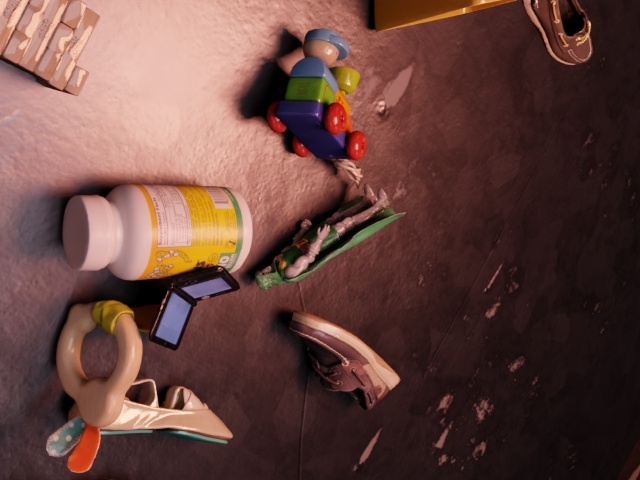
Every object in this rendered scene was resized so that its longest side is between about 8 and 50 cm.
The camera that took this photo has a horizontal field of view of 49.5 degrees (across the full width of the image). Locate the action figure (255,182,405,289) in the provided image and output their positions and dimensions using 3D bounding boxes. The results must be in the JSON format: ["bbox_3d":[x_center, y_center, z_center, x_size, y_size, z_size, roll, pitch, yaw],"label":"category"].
[{"bbox_3d":[0.000,0.000,1.041,0.232,0.137,0.063,-37,112,-13],"label":"action figure"}]

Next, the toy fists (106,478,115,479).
[{"bbox_3d":[-0.339,0.398,0.909,0.279,0.096,0.142,9,99,-40],"label":"toy fists"}]

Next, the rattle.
[{"bbox_3d":[-0.259,0.179,0.879,0.143,0.130,0.199,43,43,-77],"label":"rattle"}]

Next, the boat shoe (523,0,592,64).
[{"bbox_3d":[0.459,-0.398,1.292,0.228,0.069,0.081,30,86,-42],"label":"boat shoe"}]

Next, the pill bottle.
[{"bbox_3d":[-0.200,-0.011,0.858,0.208,0.118,0.117,-2,107,-40],"label":"pill bottle"}]

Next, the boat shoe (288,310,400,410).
[{"bbox_3d":[0.035,0.206,1.146,0.092,0.103,0.285,-59,138,-12],"label":"boat shoe"}]

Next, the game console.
[{"bbox_3d":[-0.158,0.088,0.887,0.107,0.122,0.071,-15,75,0],"label":"game console"}]

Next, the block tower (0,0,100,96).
[{"bbox_3d":[-0.371,-0.256,0.644,0.335,0.091,0.097,28,88,-43],"label":"block tower"}]

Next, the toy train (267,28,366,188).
[{"bbox_3d":[0.025,-0.185,1.009,0.248,0.105,0.143,37,62,-63],"label":"toy train"}]

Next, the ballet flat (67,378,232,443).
[{"bbox_3d":[-0.223,0.235,0.962,0.248,0.086,0.086,19,93,-41],"label":"ballet flat"}]

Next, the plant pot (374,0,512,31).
[{"bbox_3d":[0.202,-0.425,0.991,0.212,0.212,0.187,-22,107,-32],"label":"plant pot"}]
